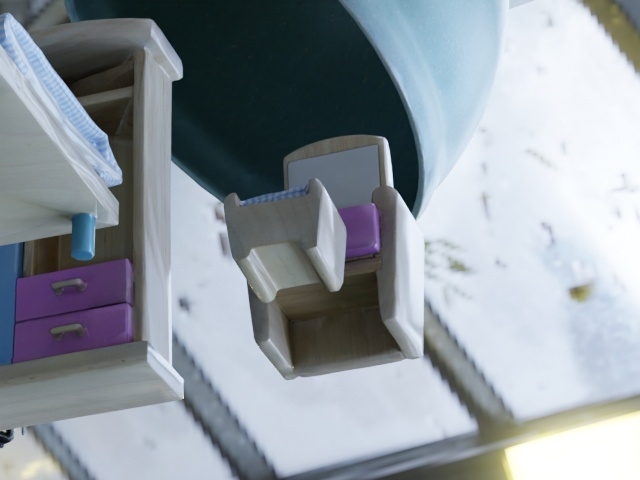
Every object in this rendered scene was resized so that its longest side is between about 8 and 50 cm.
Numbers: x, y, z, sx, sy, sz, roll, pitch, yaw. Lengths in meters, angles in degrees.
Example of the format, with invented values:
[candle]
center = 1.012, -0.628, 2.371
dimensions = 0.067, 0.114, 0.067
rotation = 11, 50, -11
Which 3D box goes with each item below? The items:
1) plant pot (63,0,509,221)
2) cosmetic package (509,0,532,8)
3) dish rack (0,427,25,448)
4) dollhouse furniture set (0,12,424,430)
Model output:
[plant pot]
center = 0.004, -0.165, 1.187
dimensions = 0.293, 0.196, 0.293
rotation = 33, -29, 21
[cosmetic package]
center = 0.093, -0.273, 1.645
dimensions = 0.160, 0.309, 0.113
rotation = 46, -42, 24
[dish rack]
center = -0.308, 0.053, 1.757
dimensions = 0.208, 0.074, 0.271
rotation = 11, -81, 52
[dollhouse furniture set]
center = -0.133, -0.073, 0.826
dimensions = 0.303, 0.286, 0.198
rotation = 57, 26, -57
